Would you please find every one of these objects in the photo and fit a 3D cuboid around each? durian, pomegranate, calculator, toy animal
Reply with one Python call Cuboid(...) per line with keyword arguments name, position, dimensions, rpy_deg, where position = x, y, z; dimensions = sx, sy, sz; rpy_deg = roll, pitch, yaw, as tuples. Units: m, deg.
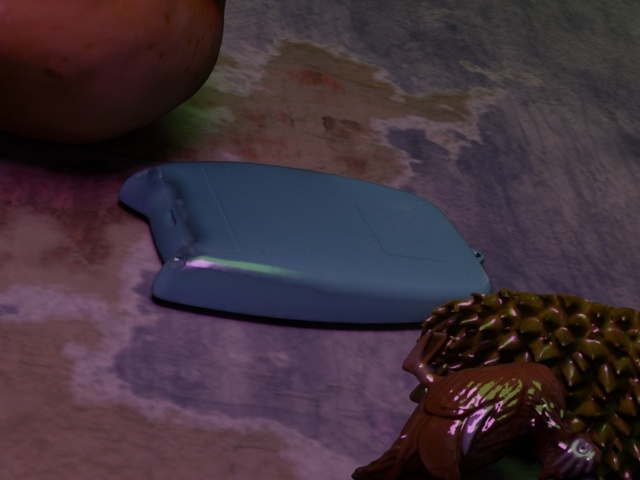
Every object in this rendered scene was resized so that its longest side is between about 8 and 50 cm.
Cuboid(name="durian", position=(0.264, 0.119, 1.274), dimensions=(0.355, 0.157, 0.169), rpy_deg=(17, 16, 4))
Cuboid(name="pomegranate", position=(-0.257, -0.295, 1.479), dimensions=(0.411, 0.411, 0.411), rpy_deg=(12, 29, -7))
Cuboid(name="calculator", position=(0.000, 0.000, 1.452), dimensions=(0.386, 0.054, 0.256), rpy_deg=(6, 30, -24))
Cuboid(name="toy animal", position=(0.124, 0.166, 1.163), dimensions=(0.188, 0.089, 0.179), rpy_deg=(-35, 48, -15))
